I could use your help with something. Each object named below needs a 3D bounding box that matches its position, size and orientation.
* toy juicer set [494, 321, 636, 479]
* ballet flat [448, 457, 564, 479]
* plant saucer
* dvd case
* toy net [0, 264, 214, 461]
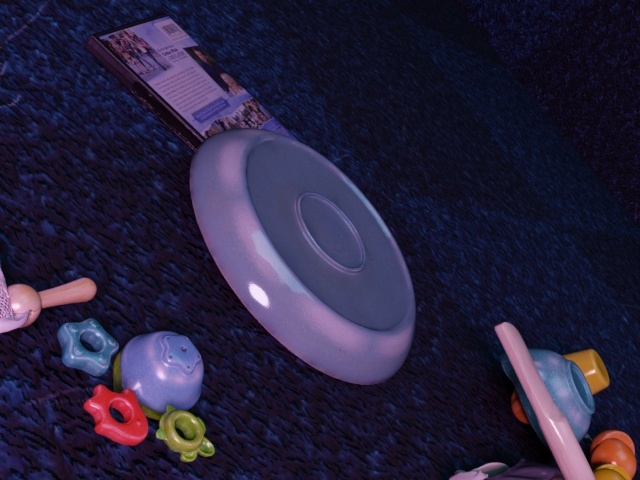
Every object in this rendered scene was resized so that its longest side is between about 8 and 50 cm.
[{"bbox_3d":[0.276,0.219,0.935,0.329,0.089,0.209,20,48,-54],"label":"toy juicer set"},{"bbox_3d":[0.156,0.242,0.750,0.203,0.074,0.074,-1,52,-48],"label":"ballet flat"},{"bbox_3d":[0.000,0.000,0.850,0.317,0.043,0.318,37,30,-26],"label":"plant saucer"},{"bbox_3d":[-0.132,-0.157,0.933,0.253,0.022,0.180,44,28,-4],"label":"dvd case"},{"bbox_3d":[-0.174,0.073,0.533,0.232,0.045,0.122,30,33,-26],"label":"toy net"}]
